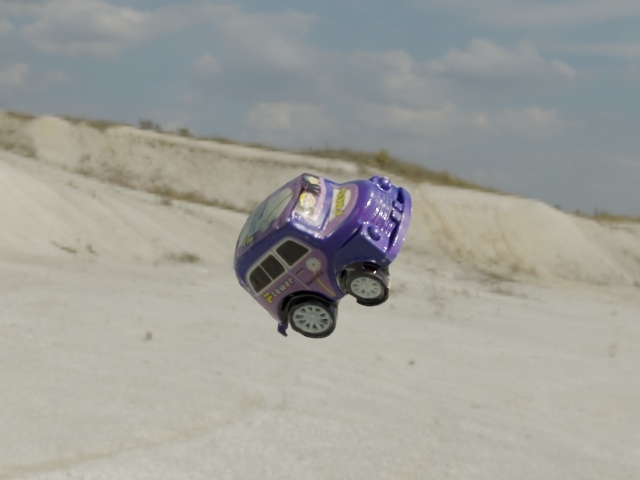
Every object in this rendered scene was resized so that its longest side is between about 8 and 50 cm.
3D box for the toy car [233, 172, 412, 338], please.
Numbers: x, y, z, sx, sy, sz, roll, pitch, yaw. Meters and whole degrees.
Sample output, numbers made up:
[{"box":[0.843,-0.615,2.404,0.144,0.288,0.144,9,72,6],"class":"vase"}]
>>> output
[{"box":[0.000,0.000,1.175,0.158,0.172,0.235,41,-53,-22],"class":"toy car"}]
